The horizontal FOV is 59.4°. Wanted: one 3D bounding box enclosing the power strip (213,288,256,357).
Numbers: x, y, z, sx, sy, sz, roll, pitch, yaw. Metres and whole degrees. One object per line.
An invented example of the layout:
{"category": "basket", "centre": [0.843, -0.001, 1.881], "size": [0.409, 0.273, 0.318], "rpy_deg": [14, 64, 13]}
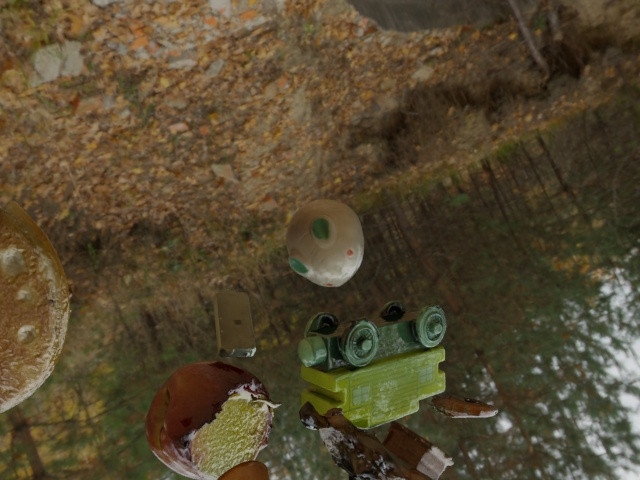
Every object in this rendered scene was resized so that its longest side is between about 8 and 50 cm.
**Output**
{"category": "power strip", "centre": [-0.282, 0.272, 1.833], "size": [0.118, 0.270, 0.046], "rpy_deg": [3, 132, -19]}

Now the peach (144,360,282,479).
{"category": "peach", "centre": [-0.340, 0.527, 1.690], "size": [0.310, 0.334, 0.406], "rpy_deg": [18, 180, 35]}

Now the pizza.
{"category": "pizza", "centre": [-0.596, 0.126, 1.023], "size": [0.278, 0.408, 0.114], "rpy_deg": [2, -166, -5]}

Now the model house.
{"category": "model house", "centre": [0.292, 0.761, 1.882], "size": [0.220, 0.199, 0.229], "rpy_deg": [20, -115, 47]}

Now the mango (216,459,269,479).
{"category": "mango", "centre": [-0.184, 0.625, 1.208], "size": [0.201, 0.199, 0.350], "rpy_deg": [-55, -165, 31]}

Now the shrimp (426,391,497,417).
{"category": "shrimp", "centre": [0.404, 0.479, 1.627], "size": [0.150, 0.067, 0.249], "rpy_deg": [12, 169, -28]}

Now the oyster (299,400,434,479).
{"category": "oyster", "centre": [0.114, 0.389, 0.906], "size": [0.096, 0.361, 0.221], "rpy_deg": [-48, -155, -2]}

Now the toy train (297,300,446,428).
{"category": "toy train", "centre": [0.136, 0.295, 1.347], "size": [0.443, 0.272, 0.179], "rpy_deg": [-4, -175, -38]}

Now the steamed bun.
{"category": "steamed bun", "centre": [0.000, 0.000, 1.227], "size": [0.131, 0.228, 0.177], "rpy_deg": [22, 117, -29]}
